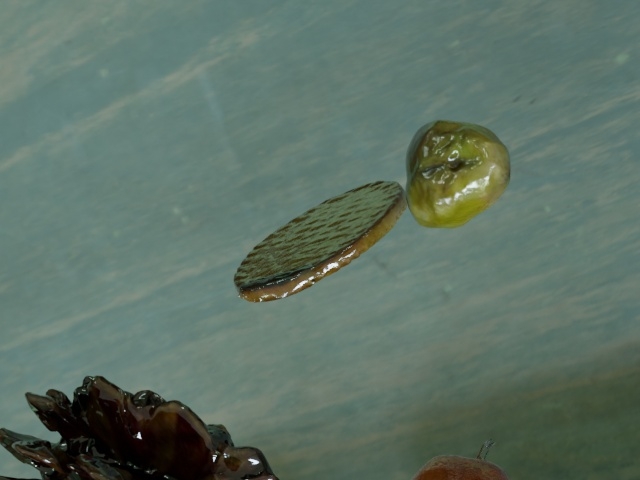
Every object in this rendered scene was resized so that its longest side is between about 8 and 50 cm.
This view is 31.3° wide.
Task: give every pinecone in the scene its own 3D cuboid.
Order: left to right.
[{"bbox_3d":[-0.176,0.262,0.927,0.298,0.242,0.295,27,83,19],"label":"pinecone"}]

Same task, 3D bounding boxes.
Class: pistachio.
[{"bbox_3d":[0.134,-0.066,1.211,0.100,0.189,0.110,25,85,-8],"label":"pistachio"}]

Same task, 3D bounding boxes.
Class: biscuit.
[{"bbox_3d":[0.000,0.000,1.841,0.318,0.318,0.040,-19,110,33],"label":"biscuit"}]

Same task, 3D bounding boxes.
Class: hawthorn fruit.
[{"bbox_3d":[0.208,0.402,1.676,0.211,0.299,0.211,13,138,12],"label":"hawthorn fruit"}]
